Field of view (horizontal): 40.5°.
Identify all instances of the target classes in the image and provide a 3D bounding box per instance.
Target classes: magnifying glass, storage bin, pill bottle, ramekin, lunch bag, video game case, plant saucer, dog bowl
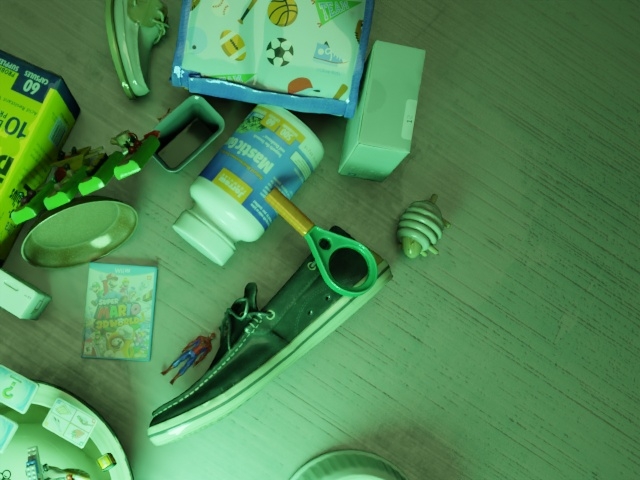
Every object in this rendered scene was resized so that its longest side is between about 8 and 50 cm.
[{"bbox_3d":[0.000,0.000,1.440,0.231,0.026,0.092,43,65,2],"label":"magnifying glass"},{"bbox_3d":[-0.245,-0.183,1.542,0.135,0.091,0.098,-44,89,-11],"label":"storage bin"},{"bbox_3d":[-0.130,-0.095,1.513,0.152,0.152,0.272,38,79,0],"label":"pill bottle"},{"bbox_3d":[0.056,0.495,1.465,0.272,0.127,0.273,1,82,-6],"label":"ramekin"},{"bbox_3d":[-0.072,-0.404,1.513,0.327,0.239,0.386,9,68,-4],"label":"lunch bag"},{"bbox_3d":[-0.353,0.126,1.526,0.119,0.015,0.166,4,82,-6],"label":"video game case"},{"bbox_3d":[-0.406,-0.020,1.457,0.198,0.199,0.036,-24,66,-9],"label":"plant saucer"},{"bbox_3d":[-0.495,0.426,1.401,0.407,0.150,0.408,1,82,-6],"label":"dog bowl"}]

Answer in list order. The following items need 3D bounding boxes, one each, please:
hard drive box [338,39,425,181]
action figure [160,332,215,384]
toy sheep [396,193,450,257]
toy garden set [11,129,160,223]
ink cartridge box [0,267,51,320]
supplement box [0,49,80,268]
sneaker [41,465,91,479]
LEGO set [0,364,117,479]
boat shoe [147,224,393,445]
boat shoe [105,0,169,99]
[{"bbox_3d":[0.102,-0.217,1.515,0.089,0.232,0.181,11,82,-5],"label":"hard drive box"},{"bbox_3d":[-0.227,0.203,1.524,0.115,0.030,0.038,-44,84,-12],"label":"action figure"},{"bbox_3d":[0.185,-0.027,1.576,0.091,0.091,0.132,26,66,-2],"label":"toy sheep"},{"bbox_3d":[-0.378,-0.132,1.433,0.244,0.204,0.049,-21,113,18],"label":"toy garden set"},{"bbox_3d":[-0.513,0.089,1.458,0.088,0.122,0.052,32,80,-1],"label":"ink cartridge box"},{"bbox_3d":[-0.577,-0.129,1.444,0.194,0.195,0.357,24,81,-3],"label":"supplement box"},{"bbox_3d":[-0.394,0.369,1.332,0.083,0.032,0.037,7,87,4],"label":"sneaker"},{"bbox_3d":[-0.435,0.319,1.300,0.244,0.060,0.183,26,80,10],"label":"LEGO set"},{"bbox_3d":[-0.100,0.157,1.471,0.500,0.187,0.156,-39,87,-16],"label":"boat shoe"},{"bbox_3d":[-0.325,-0.404,1.553,0.103,0.113,0.303,-8,82,-2],"label":"boat shoe"}]
